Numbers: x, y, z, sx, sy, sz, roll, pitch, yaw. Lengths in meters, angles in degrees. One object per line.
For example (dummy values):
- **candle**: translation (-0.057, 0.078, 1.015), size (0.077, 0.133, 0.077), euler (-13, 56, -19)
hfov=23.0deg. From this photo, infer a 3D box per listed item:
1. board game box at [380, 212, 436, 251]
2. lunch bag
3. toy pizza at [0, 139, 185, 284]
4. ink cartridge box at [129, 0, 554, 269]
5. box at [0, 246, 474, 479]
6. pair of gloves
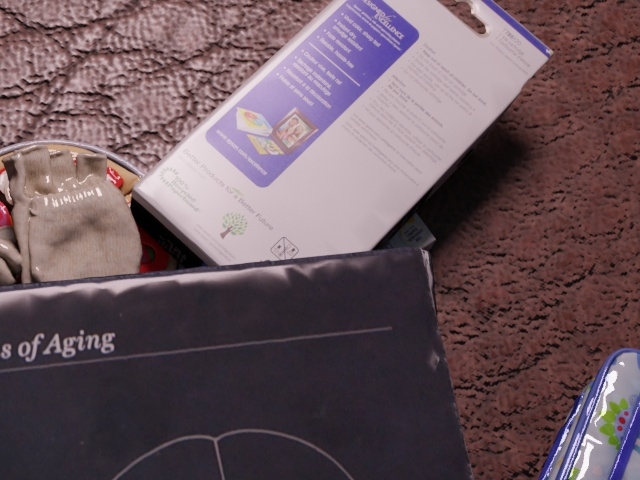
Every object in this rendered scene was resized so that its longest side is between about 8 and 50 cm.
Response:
- **board game box**: translation (0.000, 0.000, 1.251), size (0.154, 0.026, 0.103), euler (-31, 77, -21)
- **lunch bag**: translation (0.248, 0.202, 1.183), size (0.176, 0.090, 0.219), euler (27, 65, 4)
- **toy pizza**: translation (-0.203, 0.010, 1.205), size (0.201, 0.032, 0.201), euler (4, 67, -9)
- **ink cartridge box**: translation (0.020, -0.084, 1.239), size (0.165, 0.065, 0.332), euler (42, 68, 8)
- **box**: translation (-0.147, 0.286, 0.905), size (0.479, 0.297, 0.472), euler (-5, 70, -16)
- **pair of gloves**: translation (-0.244, 0.031, 1.134), size (0.240, 0.042, 0.204), euler (-3, 81, -18)
